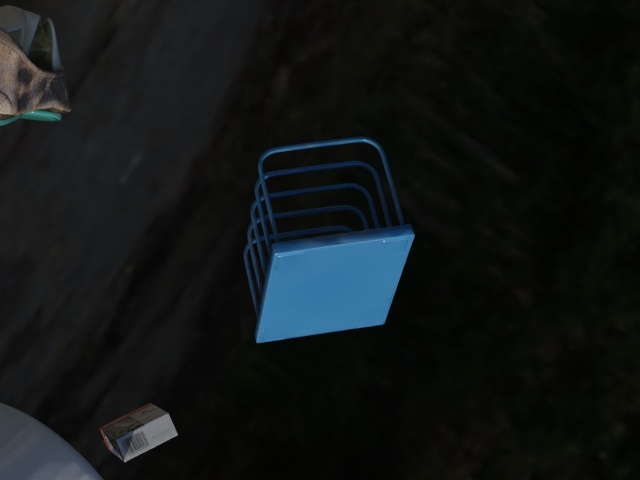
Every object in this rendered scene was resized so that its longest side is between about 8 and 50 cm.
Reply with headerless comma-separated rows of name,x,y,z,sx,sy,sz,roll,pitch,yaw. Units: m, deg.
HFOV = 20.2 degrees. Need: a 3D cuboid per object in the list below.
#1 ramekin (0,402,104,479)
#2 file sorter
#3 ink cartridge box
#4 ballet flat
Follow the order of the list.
ramekin,-0.300,0.280,1.682,0.135,0.277,0.277,-45,169,-35
file sorter,0.000,0.000,1.550,0.170,0.118,0.104,104,-24,-61
ink cartridge box,-0.196,0.197,1.884,0.063,0.029,0.115,-26,-168,-16
ballet flat,-0.285,-0.163,1.666,0.316,0.107,0.106,-108,-151,-84
